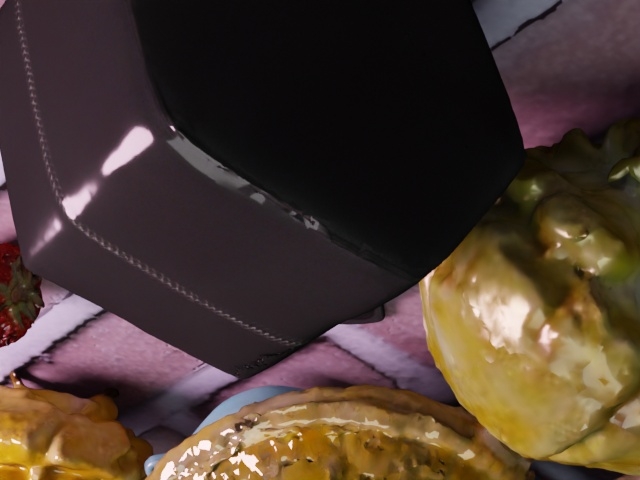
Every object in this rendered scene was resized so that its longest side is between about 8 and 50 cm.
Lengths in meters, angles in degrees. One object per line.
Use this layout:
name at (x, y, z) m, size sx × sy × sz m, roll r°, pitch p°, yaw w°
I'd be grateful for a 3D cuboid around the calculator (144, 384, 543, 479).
calculator at (0.027, 0.249, 0.968) m, size 0.386 × 0.054 × 0.256 m, roll 27°, pitch 115°, yaw -21°

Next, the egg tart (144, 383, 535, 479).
egg tart at (0.013, 0.258, 0.864) m, size 0.341 × 0.132 × 0.341 m, roll -3°, pitch 123°, yaw -4°

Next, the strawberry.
strawberry at (-0.234, 0.036, 0.817) m, size 0.083 × 0.073 × 0.073 m, roll 5°, pitch 144°, yaw 30°

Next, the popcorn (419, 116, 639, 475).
popcorn at (0.160, 0.042, 0.657) m, size 0.221 × 0.184 × 0.204 m, roll 28°, pitch 168°, yaw -26°

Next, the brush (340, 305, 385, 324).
brush at (0.000, 0.000, 0.761) m, size 0.063 × 0.016 × 0.193 m, roll -1°, pitch 140°, yaw 12°

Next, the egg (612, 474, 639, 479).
egg at (0.288, 0.282, 0.844) m, size 0.279 × 0.279 × 0.310 m, roll -17°, pitch 160°, yaw 29°

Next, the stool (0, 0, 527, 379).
stool at (-0.031, -0.064, 0.536) m, size 0.232 × 0.232 × 0.141 m, roll 30°, pitch 139°, yaw -24°

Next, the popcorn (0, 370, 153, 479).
popcorn at (-0.216, 0.178, 0.927) m, size 0.148 × 0.152 × 0.167 m, roll -17°, pitch 148°, yaw 29°
